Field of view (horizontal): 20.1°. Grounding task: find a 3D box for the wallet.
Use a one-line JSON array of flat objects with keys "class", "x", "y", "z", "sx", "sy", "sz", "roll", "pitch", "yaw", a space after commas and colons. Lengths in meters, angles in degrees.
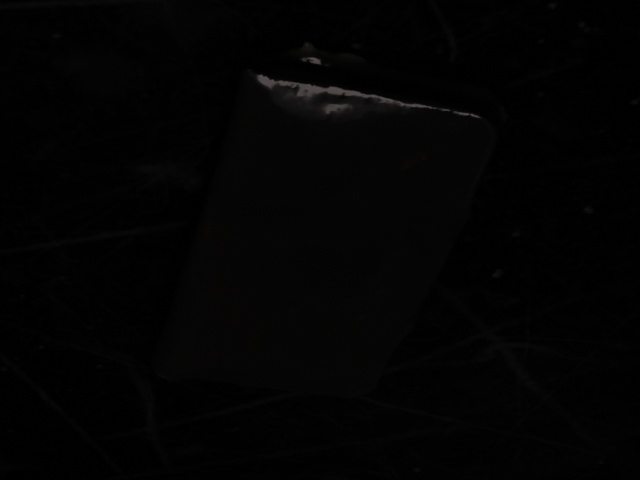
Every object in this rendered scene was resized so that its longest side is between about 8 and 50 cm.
[{"class": "wallet", "x": 0.000, "y": 0.000, "z": 1.335, "sx": 0.197, "sy": 0.051, "sz": 0.377, "roll": 7, "pitch": 142, "yaw": -12}]
